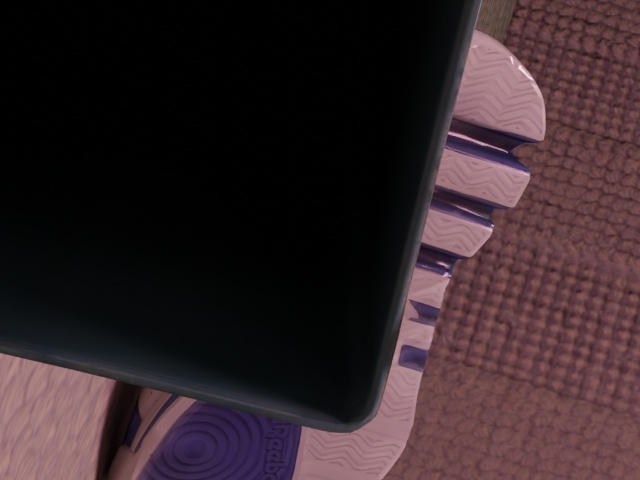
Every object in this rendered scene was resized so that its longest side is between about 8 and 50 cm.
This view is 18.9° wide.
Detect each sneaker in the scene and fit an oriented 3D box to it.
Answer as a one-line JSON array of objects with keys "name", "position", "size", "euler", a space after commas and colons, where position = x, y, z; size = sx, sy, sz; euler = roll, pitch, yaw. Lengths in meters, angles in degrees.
[{"name": "sneaker", "position": [0.000, -0.001, 1.022], "size": [0.315, 0.127, 0.182], "euler": [-60, -158, 21]}]

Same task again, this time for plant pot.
[{"name": "plant pot", "position": [-0.045, -0.090, 0.500], "size": [0.234, 0.165, 0.166], "euler": [-81, -176, -70]}]
